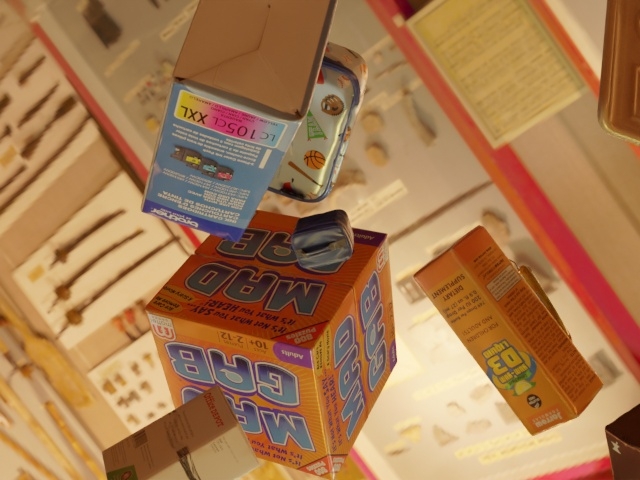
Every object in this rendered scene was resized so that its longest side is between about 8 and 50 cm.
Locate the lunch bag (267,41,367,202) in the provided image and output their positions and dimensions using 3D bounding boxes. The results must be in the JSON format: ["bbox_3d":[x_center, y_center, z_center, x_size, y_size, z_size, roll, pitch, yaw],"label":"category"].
[{"bbox_3d":[-0.063,-0.212,1.537,0.115,0.243,0.303,-72,-179,-53],"label":"lunch bag"}]

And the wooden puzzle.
[{"bbox_3d":[0.584,-0.238,1.408,0.080,0.347,0.322,126,-18,-58],"label":"wooden puzzle"}]

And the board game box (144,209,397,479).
[{"bbox_3d":[-0.078,0.195,1.810,0.356,0.357,0.356,11,-141,24],"label":"board game box"}]

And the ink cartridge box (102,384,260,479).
[{"bbox_3d":[-0.222,0.344,1.404,0.219,0.093,0.160,-29,-159,-9],"label":"ink cartridge box"}]

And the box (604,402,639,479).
[{"bbox_3d":[0.576,0.332,1.358,0.203,0.167,0.168,-27,-151,-17],"label":"box"}]

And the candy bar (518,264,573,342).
[{"bbox_3d":[0.289,0.091,1.130,0.018,0.040,0.161,-24,-139,3],"label":"candy bar"}]

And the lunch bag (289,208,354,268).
[{"bbox_3d":[0.000,0.000,1.364,0.098,0.067,0.065,-15,-156,14],"label":"lunch bag"}]

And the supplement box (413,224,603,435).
[{"bbox_3d":[0.214,0.103,1.017,0.080,0.233,0.078,-35,175,-45],"label":"supplement box"}]

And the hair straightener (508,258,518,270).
[{"bbox_3d":[0.445,0.137,2.059,0.089,0.231,0.047,-16,164,12],"label":"hair straightener"}]

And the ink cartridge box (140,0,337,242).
[{"bbox_3d":[-0.110,-0.179,1.122,0.395,0.151,0.270,130,-23,-61],"label":"ink cartridge box"}]
